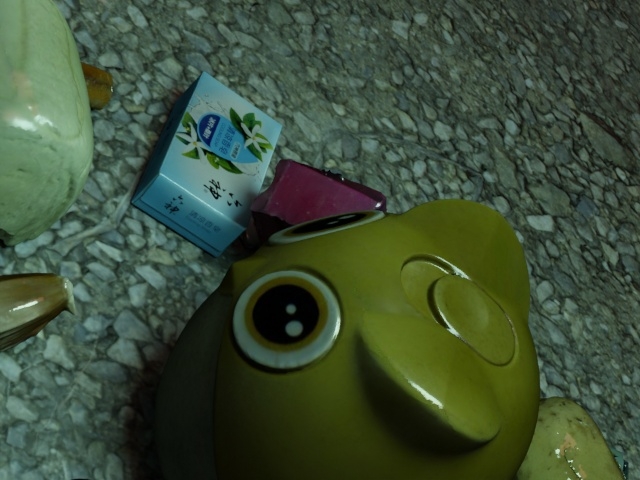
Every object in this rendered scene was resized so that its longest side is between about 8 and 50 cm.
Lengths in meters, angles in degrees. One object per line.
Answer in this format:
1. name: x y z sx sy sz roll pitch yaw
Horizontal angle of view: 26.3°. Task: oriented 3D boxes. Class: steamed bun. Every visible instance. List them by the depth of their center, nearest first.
1. steamed bun: -0.376 -0.152 1.626 0.272 0.273 0.290 13 61 -53

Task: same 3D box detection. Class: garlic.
1. garlic: -0.379 0.080 1.509 0.198 0.128 0.090 -6 79 -47

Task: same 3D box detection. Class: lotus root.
1. lotus root: 0.358 0.356 1.926 0.160 0.146 0.284 -13 60 -24

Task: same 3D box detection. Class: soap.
1. soap: 0.000 0.000 1.834 0.162 0.250 0.099 20 69 10

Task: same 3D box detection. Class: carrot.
1. carrot: -0.382 -0.222 1.797 0.225 0.067 0.067 11 52 -38

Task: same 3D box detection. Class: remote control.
1. remote control: -0.047 -0.029 1.964 0.184 0.027 0.050 -17 70 -46

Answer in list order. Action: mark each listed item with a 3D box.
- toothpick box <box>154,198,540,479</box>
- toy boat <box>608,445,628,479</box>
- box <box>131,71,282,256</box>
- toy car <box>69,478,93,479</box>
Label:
1. toothpick box: 0.036 0.170 1.572 0.409 0.425 0.409 24 46 -27
2. toy boat: 0.405 0.328 2.054 0.141 0.060 0.055 29 45 -16
3. box: -0.153 -0.108 1.892 0.142 0.083 0.232 34 41 -17
4. toy car: -0.218 0.384 1.311 0.340 0.271 0.240 16 63 -10
